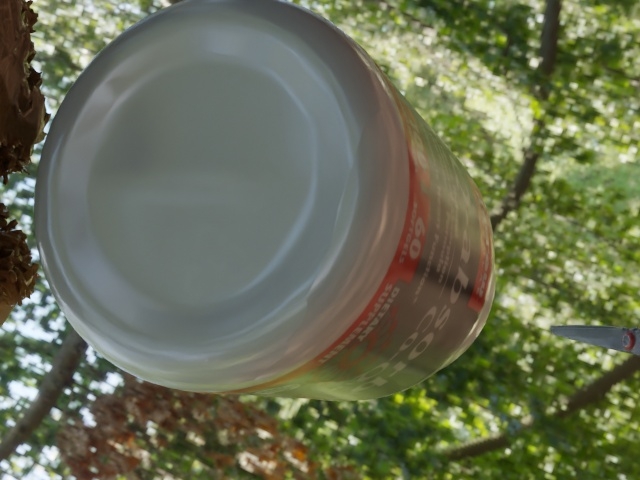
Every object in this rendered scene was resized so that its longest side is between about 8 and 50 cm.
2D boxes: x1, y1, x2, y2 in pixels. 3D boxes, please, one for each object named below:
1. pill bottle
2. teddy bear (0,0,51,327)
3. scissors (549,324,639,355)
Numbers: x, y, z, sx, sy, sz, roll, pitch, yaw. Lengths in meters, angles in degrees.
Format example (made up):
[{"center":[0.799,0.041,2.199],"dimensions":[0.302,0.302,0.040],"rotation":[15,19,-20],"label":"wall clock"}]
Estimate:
[{"center":[0.000,0.000,0.647],"dimensions":[0.210,0.210,0.363],"rotation":[-68,-23,-1],"label":"pill bottle"},{"center":[-0.224,-0.087,0.533],"dimensions":[0.245,0.113,0.338],"rotation":[-53,-35,-70],"label":"teddy bear"},{"center":[0.280,0.079,0.829],"dimensions":[0.297,0.021,0.109],"rotation":[-135,50,-70],"label":"scissors"}]
